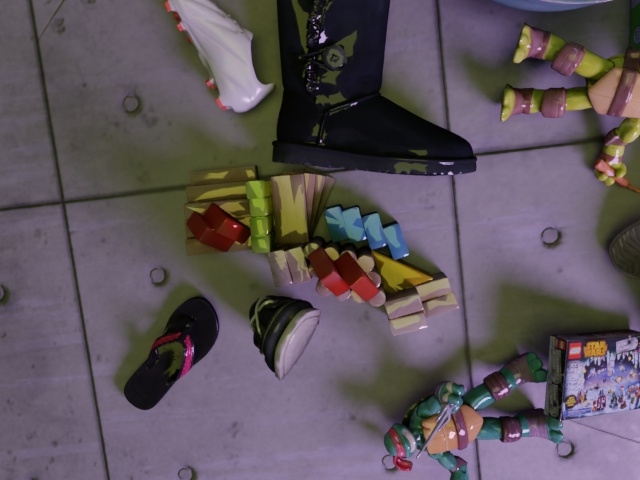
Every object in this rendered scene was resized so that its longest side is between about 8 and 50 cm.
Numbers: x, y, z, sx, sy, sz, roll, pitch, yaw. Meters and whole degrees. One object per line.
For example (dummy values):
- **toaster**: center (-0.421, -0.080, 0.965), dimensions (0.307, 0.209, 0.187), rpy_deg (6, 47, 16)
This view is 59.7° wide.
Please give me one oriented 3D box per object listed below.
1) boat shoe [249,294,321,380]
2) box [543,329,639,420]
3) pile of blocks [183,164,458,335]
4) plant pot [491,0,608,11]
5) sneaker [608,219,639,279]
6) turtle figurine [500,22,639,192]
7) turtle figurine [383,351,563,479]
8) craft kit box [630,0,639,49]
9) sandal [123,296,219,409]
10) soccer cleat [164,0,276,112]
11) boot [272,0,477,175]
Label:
- **boat shoe**: center (-0.048, 0.098, 0.610), dimensions (0.079, 0.233, 0.084), rpy_deg (31, 81, 3)
- **box**: center (0.326, 0.156, 0.656), dimensions (0.137, 0.027, 0.093), rpy_deg (0, 94, -24)
- **pile of blocks**: center (0.000, 0.000, 0.653), dimensions (0.363, 0.112, 0.148), rpy_deg (19, 98, 2)
- **plant pot**: center (0.221, -0.363, 0.549), dimensions (0.294, 0.196, 0.292), rpy_deg (0, 100, 1)
- **sneaker**: center (0.458, -0.008, 0.639), dimensions (0.222, 0.118, 0.083), rpy_deg (-20, 80, 35)
- **turtle figurine**: center (0.315, -0.174, 0.591), dimensions (0.218, 0.269, 0.087), rpy_deg (15, 55, 14)
- **turtle figurine**: center (0.163, 0.224, 0.665), dimensions (0.234, 0.118, 0.175), rpy_deg (-19, 113, -10)
- **craft kit box**: center (0.477, -0.316, 0.611), dimensions (0.247, 0.061, 0.249), rpy_deg (-2, 96, 7)
- **sandal**: center (-0.193, 0.152, 0.721), dimensions (0.067, 0.040, 0.179), rpy_deg (37, 98, 0)
- **soccer cleat**: center (-0.124, -0.248, 0.661), dimensions (0.076, 0.068, 0.196), rpy_deg (-27, 101, 2)
- **boot**: center (0.064, -0.182, 0.635), dimensions (0.247, 0.094, 0.207), rpy_deg (7, 101, 10)
